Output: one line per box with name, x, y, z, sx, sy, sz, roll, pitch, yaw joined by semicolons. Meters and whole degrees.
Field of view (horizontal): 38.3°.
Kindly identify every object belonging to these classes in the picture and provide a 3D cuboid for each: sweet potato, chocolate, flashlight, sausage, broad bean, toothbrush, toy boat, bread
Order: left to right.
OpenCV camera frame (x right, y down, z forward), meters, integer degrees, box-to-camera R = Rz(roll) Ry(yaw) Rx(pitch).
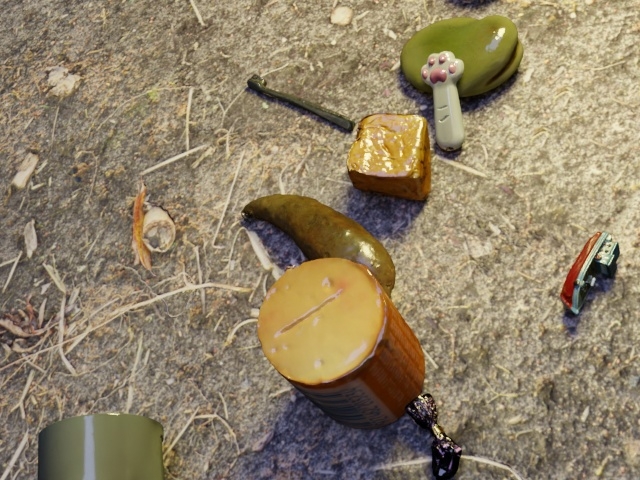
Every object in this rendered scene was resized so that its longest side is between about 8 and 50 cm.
toothbrush;-0.043;-0.306;2.036;0.297;0.030;0.030;27;65;27
sweet potato;0.001;-0.005;1.822;0.423;0.130;0.130;35;78;36
sausage;0.045;0.188;1.612;0.233;0.287;0.233;-9;63;18
bread;0.142;-0.164;1.842;0.158;0.149;0.143;6;69;19
chocolate;0.205;0.345;1.620;0.070;0.072;0.147;-10;62;-36
flashlight;0.253;-0.282;1.873;0.093;0.047;0.200;-4;94;37
broad bean;0.294;-0.385;1.938;0.263;0.121;0.189;1;70;34
toy boat;0.490;0.061;1.666;0.059;0.069;0.173;23;68;34

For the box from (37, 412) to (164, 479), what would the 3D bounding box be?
box;-0.393;0.419;1.660;0.226;0.226;0.149;-13;62;10
